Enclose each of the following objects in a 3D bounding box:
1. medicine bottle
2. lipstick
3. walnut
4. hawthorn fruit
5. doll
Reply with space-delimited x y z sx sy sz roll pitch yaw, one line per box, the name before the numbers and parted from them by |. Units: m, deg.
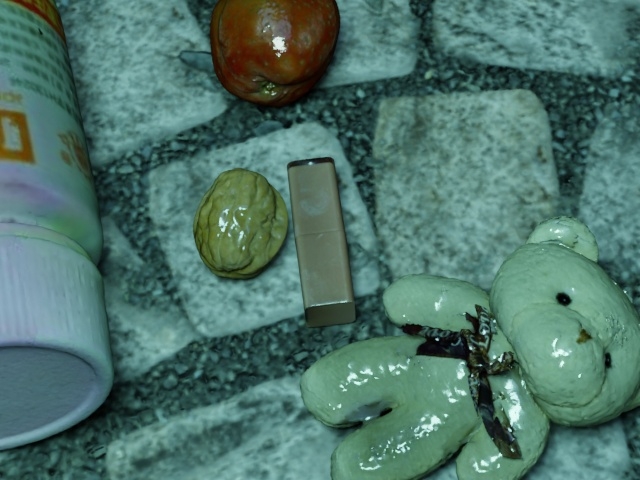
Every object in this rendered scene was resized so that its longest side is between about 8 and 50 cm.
medicine bottle | -0.296 -0.038 1.197 0.219 0.219 0.388 -13 62 -3
lipstick | 0.000 0.000 1.254 0.045 0.045 0.145 -7 60 -2
walnut | -0.068 -0.015 1.248 0.082 0.079 0.096 11 69 13
hawthorn fruit | -0.041 -0.182 1.319 0.128 0.128 0.128 -2 61 3
doll | 0.122 0.105 1.146 0.278 0.149 0.175 -26 95 4
